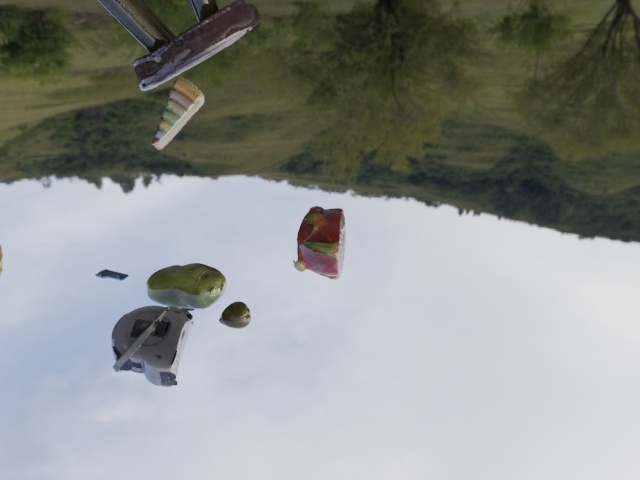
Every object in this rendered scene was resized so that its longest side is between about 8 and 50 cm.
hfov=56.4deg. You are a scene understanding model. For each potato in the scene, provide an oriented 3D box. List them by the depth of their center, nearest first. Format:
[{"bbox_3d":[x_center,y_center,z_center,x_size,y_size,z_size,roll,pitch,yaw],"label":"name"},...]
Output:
[{"bbox_3d":[-0.409,0.143,1.829,0.248,0.144,0.169,-2,157,5],"label":"potato"}]

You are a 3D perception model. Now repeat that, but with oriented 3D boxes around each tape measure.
[{"bbox_3d":[-0.444,0.260,1.561,0.197,0.120,0.236,6,-140,-1],"label":"tape measure"}]

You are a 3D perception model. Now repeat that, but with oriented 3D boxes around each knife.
[{"bbox_3d":[-0.735,0.124,2.103,0.044,0.026,0.296,-30,-161,-30],"label":"knife"}]

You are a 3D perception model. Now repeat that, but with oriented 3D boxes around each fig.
[{"bbox_3d":[-0.229,0.202,1.599,0.087,0.074,0.074,-19,-162,11],"label":"fig"}]

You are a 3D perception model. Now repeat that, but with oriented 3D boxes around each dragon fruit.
[{"bbox_3d":[0.000,0.000,2.329,0.189,0.291,0.291,6,-159,7],"label":"dragon fruit"}]

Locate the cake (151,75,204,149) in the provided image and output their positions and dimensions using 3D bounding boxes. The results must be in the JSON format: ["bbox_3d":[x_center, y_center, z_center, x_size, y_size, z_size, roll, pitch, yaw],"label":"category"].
[{"bbox_3d":[-0.423,-0.366,1.785,0.090,0.226,0.109,24,-178,-6],"label":"cake"}]

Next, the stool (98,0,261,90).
[{"bbox_3d":[-0.264,-0.417,1.109,0.272,0.179,0.272,-27,-157,12],"label":"stool"}]

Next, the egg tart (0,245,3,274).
[{"bbox_3d":[-1.156,0.063,1.768,0.387,0.388,0.169,-14,-176,-36],"label":"egg tart"}]
